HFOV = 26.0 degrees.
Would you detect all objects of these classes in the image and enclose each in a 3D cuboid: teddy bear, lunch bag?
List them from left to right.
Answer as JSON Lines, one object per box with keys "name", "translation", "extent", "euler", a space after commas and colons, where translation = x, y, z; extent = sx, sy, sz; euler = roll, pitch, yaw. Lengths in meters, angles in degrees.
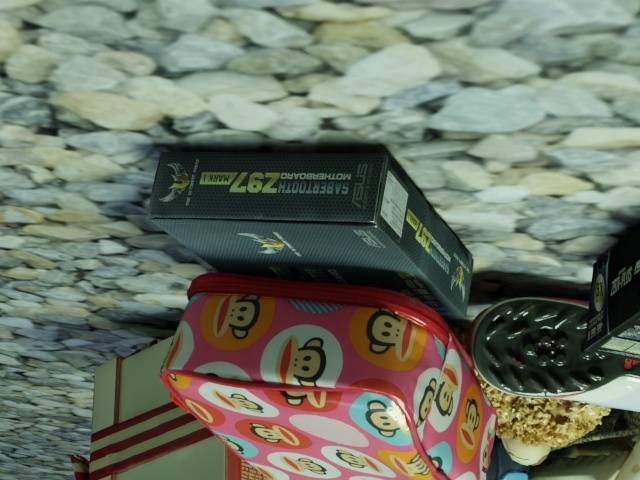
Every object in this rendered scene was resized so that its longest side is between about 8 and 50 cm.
{"name": "lunch bag", "translation": [-0.001, 0.136, 1.157], "extent": [0.258, 0.120, 0.293], "euler": [3, 153, 23]}
{"name": "teddy bear", "translation": [0.116, 0.148, 1.381], "extent": [0.338, 0.113, 0.245], "euler": [17, 162, -21]}

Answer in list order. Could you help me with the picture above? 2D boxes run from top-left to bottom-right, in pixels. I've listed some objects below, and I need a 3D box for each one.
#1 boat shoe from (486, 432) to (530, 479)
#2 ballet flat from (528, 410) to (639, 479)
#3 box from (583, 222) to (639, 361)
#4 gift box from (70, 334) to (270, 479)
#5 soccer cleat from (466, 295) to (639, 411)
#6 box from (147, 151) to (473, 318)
{"name": "boat shoe", "translation": [0.155, 0.211, 1.570], "extent": [0.109, 0.089, 0.258], "euler": [9, -178, -39]}
{"name": "ballet flat", "translation": [0.330, 0.256, 1.452], "extent": [0.164, 0.182, 0.483], "euler": [56, 153, -3]}
{"name": "box", "translation": [0.309, 0.048, 1.037], "extent": [0.180, 0.077, 0.147], "euler": [11, 161, -4]}
{"name": "gift box", "translation": [-0.100, 0.227, 1.518], "extent": [0.258, 0.276, 0.255], "euler": [-27, 138, 37]}
{"name": "soccer cleat", "translation": [0.286, 0.103, 1.208], "extent": [0.318, 0.108, 0.116], "euler": [8, -178, 0]}
{"name": "box", "translation": [0.000, 0.000, 1.079], "extent": [0.184, 0.059, 0.233], "euler": [3, 161, 23]}
